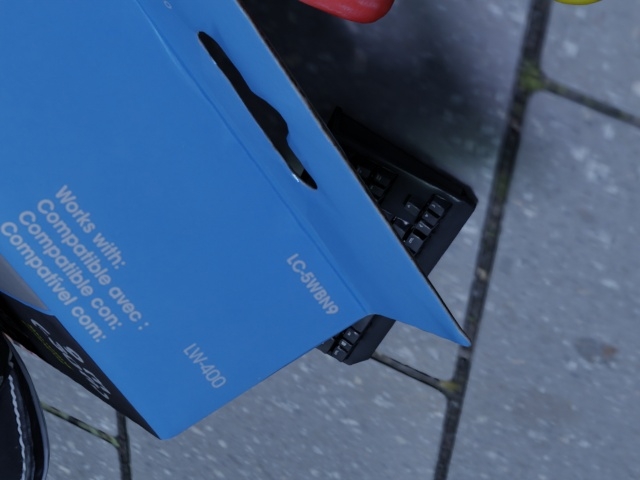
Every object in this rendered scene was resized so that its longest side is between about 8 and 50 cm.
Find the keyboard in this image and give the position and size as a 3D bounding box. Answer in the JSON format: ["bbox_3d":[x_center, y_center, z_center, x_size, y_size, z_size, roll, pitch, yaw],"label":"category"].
[{"bbox_3d":[0.000,0.000,0.835,0.108,0.023,0.180,33,146,2],"label":"keyboard"}]

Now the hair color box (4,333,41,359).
[{"bbox_3d":[-0.145,0.032,0.971,0.167,0.053,0.093,30,148,8],"label":"hair color box"}]

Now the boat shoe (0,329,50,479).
[{"bbox_3d":[-0.186,0.048,0.729,0.102,0.108,0.301,34,155,41],"label":"boat shoe"}]

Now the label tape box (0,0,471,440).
[{"bbox_3d":[-0.122,-0.042,0.712,0.333,0.106,0.240,21,152,56],"label":"label tape box"}]

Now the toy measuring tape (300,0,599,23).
[{"bbox_3d":[-0.045,-0.161,0.573,0.330,0.121,0.121,27,146,10],"label":"toy measuring tape"}]
